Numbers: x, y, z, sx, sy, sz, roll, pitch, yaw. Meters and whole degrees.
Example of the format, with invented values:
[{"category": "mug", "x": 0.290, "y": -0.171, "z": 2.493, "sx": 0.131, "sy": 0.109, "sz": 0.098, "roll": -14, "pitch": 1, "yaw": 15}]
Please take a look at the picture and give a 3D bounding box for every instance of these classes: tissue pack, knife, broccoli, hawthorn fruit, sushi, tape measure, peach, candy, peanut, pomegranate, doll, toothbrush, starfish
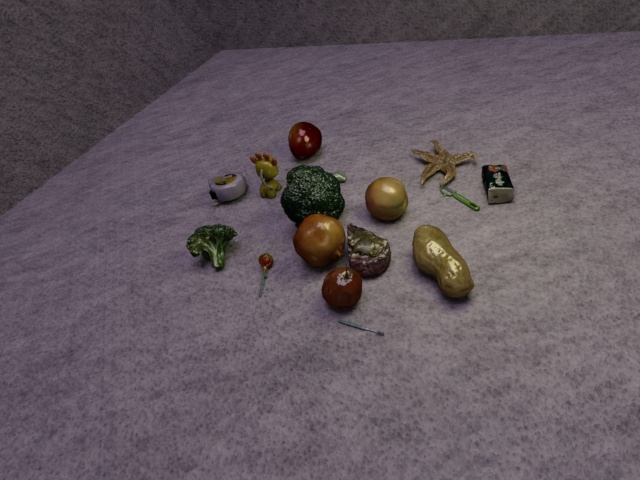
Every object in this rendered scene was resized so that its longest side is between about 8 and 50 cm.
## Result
[{"category": "tissue pack", "x": 0.721, "y": -0.234, "z": 1.730, "sx": 0.103, "sy": 0.090, "sz": 0.170, "roll": -2, "pitch": 45, "yaw": 10}, {"category": "knife", "x": 0.574, "y": -0.175, "z": 1.766, "sx": 0.054, "sy": 0.015, "sz": 0.212, "roll": -30, "pitch": 44, "yaw": -15}, {"category": "broccoli", "x": -0.443, "y": 0.028, "z": 1.762, "sx": 0.220, "sy": 0.194, "sz": 0.194, "roll": -5, "pitch": 38, "yaw": -24}, {"category": "hawthorn fruit", "x": 0.082, "y": 0.162, "z": 1.448, "sx": 0.149, "sy": 0.189, "sz": 0.149, "roll": 3, "pitch": 80, "yaw": -15}, {"category": "sushi", "x": 0.183, "y": 0.026, "z": 1.607, "sx": 0.161, "sy": 0.107, "sz": 0.241, "roll": -5, "pitch": 43, "yaw": 6}, {"category": "tape measure", "x": -0.460, "y": -0.259, "z": 2.101, "sx": 0.196, "sy": 0.105, "sz": 0.178, "roll": -13, "pitch": 35, "yaw": 0}, {"category": "peach", "x": 0.269, "y": -0.174, "z": 1.740, "sx": 0.184, "sy": 0.184, "sz": 0.184, "roll": -8, "pitch": 43, "yaw": 8}, {"category": "candy", "x": -0.223, "y": 0.133, "z": 1.657, "sx": 0.061, "sy": 0.060, "sz": 0.201, "roll": -5, "pitch": 50, "yaw": 11}, {"category": "peanut", "x": 0.410, "y": 0.072, "z": 1.475, "sx": 0.148, "sy": 0.147, "sz": 0.318, "roll": -19, "pitch": 48, "yaw": -4}, {"category": "pomegranate", "x": -0.005, "y": -0.002, "z": 1.615, "sx": 0.209, "sy": 0.209, "sz": 0.209, "roll": -8, "pitch": 43, "yaw": 8}, {"category": "doll", "x": -0.259, "y": -0.321, "z": 2.019, "sx": 0.143, "sy": 0.220, "sz": 0.135, "roll": 12, "pitch": 45, "yaw": 23}, {"category": "toothbrush", "x": 0.134, "y": 0.288, "z": 1.407, "sx": 0.167, "sy": 0.014, "sz": 0.011, "roll": 12, "pitch": 58, "yaw": 27}, {"category": "peach", "x": -0.084, "y": -0.513, "z": 2.203, "sx": 0.197, "sy": 0.197, "sz": 0.197, "roll": -8, "pitch": 43, "yaw": 8}, {"category": "starfish", "x": 0.539, "y": -0.360, "z": 1.940, "sx": 0.299, "sy": 0.060, "sz": 0.302, "roll": -26, "pitch": 46, "yaw": -5}, {"category": "broccoli", "x": -0.040, "y": -0.171, "z": 1.799, "sx": 0.298, "sy": 0.297, "sz": 0.297, "roll": -30, "pitch": 10, "yaw": -16}]

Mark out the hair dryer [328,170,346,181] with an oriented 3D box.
[{"category": "hair dryer", "x": 0.029, "y": -0.229, "z": 1.963, "sx": 0.206, "sy": 0.075, "sz": 0.237, "roll": -8, "pitch": 50, "yaw": -1}]
